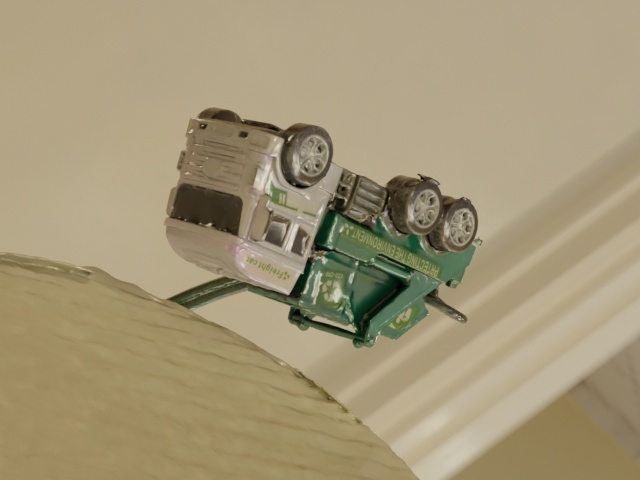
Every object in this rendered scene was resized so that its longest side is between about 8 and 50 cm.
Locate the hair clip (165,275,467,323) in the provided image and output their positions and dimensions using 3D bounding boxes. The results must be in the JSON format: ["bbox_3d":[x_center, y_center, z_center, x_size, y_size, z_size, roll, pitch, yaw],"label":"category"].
[{"bbox_3d":[-0.012,0.033,1.179,0.039,0.229,0.070,65,-159,-88],"label":"hair clip"}]

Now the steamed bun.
[{"bbox_3d":[-0.113,0.186,0.706,0.374,0.241,0.374,23,-157,-10],"label":"steamed bun"}]

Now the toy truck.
[{"bbox_3d":[0.000,0.000,1.057,0.110,0.116,0.216,13,173,44],"label":"toy truck"}]
